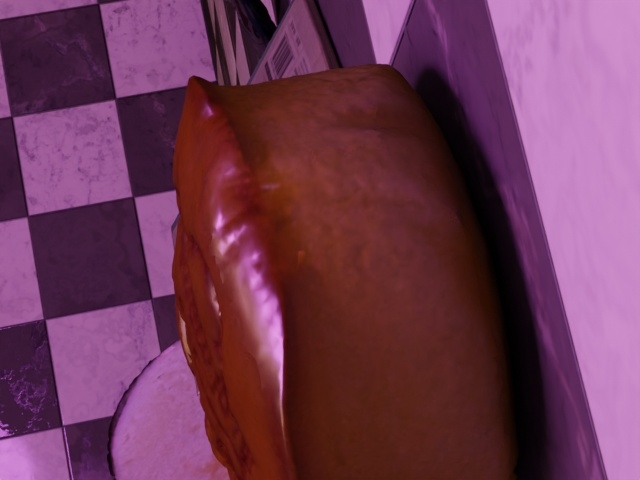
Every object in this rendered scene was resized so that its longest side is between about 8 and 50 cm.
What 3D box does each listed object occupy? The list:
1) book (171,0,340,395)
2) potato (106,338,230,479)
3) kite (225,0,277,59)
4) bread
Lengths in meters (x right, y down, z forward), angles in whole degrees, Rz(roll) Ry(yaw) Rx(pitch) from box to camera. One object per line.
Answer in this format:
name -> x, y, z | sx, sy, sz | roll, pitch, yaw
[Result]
book -> -0.053, -0.038, 0.936 | 0.283, 0.025, 0.215 | -58, 33, 36
potato -> -0.032, 0.214, 0.980 | 0.196, 0.246, 0.300 | 47, -177, -34
kite -> -0.076, -0.224, 1.084 | 0.335, 0.011, 0.314 | 62, -169, 4
bread -> 0.002, 0.041, 0.584 | 0.270, 0.148, 0.270 | 166, 90, -83
